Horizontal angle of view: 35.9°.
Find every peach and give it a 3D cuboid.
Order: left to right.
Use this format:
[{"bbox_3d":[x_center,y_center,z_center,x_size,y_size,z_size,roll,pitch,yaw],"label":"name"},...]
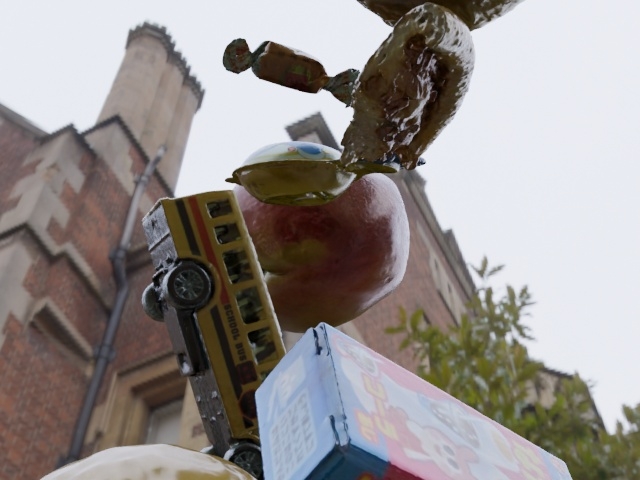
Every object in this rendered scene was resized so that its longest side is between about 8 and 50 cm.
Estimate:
[{"bbox_3d":[0.000,0.000,1.566,0.332,0.308,0.308,-12,-45,-41],"label":"peach"}]

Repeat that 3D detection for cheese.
[{"bbox_3d":[0.001,-0.087,1.267,0.270,0.069,0.177,-5,-10,32],"label":"cheese"}]

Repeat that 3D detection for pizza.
[{"bbox_3d":[0.083,-0.131,0.921,0.134,0.056,0.271,-32,-16,-24],"label":"pizza"}]

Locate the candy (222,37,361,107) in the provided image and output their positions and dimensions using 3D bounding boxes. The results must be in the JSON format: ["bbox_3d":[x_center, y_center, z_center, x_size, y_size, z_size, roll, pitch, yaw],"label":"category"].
[{"bbox_3d":[-0.030,-0.209,1.213,0.182,0.046,0.053,18,-63,0],"label":"candy"}]

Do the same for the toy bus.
[{"bbox_3d":[-0.109,0.116,1.102,0.123,0.121,0.335,-15,-96,-26],"label":"toy bus"}]

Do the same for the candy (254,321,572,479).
[{"bbox_3d":[0.096,0.208,0.819,0.306,0.157,0.100,31,-69,-24],"label":"candy"}]

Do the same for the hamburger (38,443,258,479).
[{"bbox_3d":[-0.084,0.174,0.468,0.162,0.162,0.115,2,-57,-1],"label":"hamburger"}]

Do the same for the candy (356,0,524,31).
[{"bbox_3d":[0.126,-0.333,0.981,0.260,0.260,0.118,-33,-24,21],"label":"candy"}]
